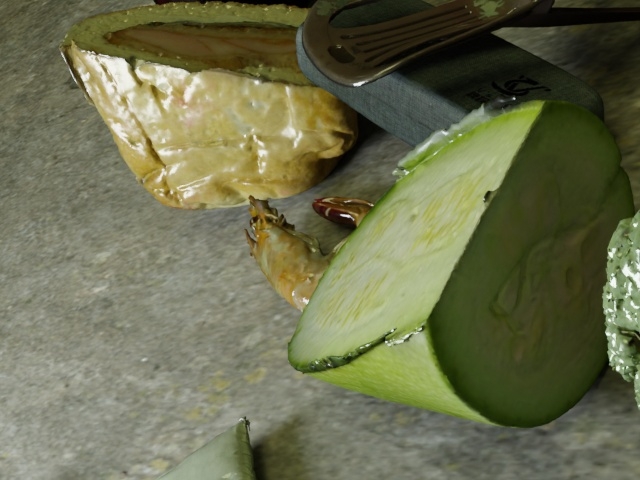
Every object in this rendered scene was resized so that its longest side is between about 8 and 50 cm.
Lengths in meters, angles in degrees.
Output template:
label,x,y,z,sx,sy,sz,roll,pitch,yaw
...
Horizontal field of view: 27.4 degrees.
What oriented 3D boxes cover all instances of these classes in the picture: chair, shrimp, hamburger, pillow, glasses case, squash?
label,x,y,z,sx,sy,sz,roll,pitch,yaw
chair,0.145,-0.263,1.154,0.326,0.183,0.175,-15,34,-18
shrimp,-0.002,-0.002,1.281,0.133,0.053,0.236,-48,35,-3
hamburger,-0.110,-0.138,1.436,0.330,0.209,0.162,6,37,7
pillow,-0.143,0.263,1.135,0.230,0.050,0.148,-33,37,12
glasses case,0.111,-0.144,1.209,0.131,0.074,0.323,-24,39,-25
squash,0.068,0.013,1.034,0.309,0.210,0.233,12,66,47

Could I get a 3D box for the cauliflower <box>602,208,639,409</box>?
label,x,y,z,sx,sy,sz,roll,pitch,yaw
cauliflower,0.308,0.019,0.800,0.250,0.275,0.272,39,-117,-87

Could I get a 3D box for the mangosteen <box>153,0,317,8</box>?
label,x,y,z,sx,sy,sz,roll,pitch,yaw
mangosteen,-0.087,-0.334,1.579,0.288,0.288,0.288,-29,34,23
